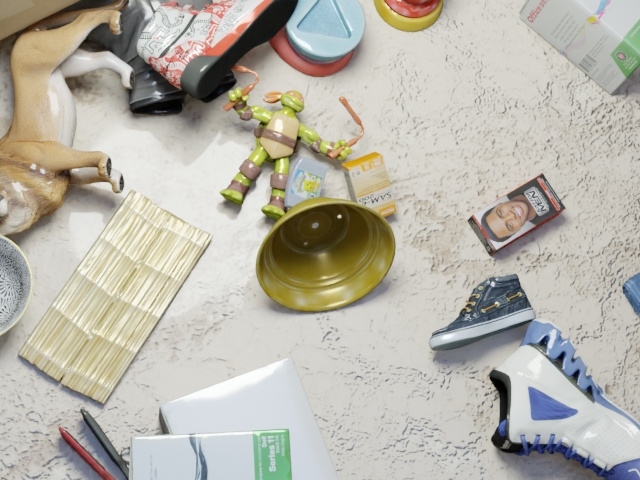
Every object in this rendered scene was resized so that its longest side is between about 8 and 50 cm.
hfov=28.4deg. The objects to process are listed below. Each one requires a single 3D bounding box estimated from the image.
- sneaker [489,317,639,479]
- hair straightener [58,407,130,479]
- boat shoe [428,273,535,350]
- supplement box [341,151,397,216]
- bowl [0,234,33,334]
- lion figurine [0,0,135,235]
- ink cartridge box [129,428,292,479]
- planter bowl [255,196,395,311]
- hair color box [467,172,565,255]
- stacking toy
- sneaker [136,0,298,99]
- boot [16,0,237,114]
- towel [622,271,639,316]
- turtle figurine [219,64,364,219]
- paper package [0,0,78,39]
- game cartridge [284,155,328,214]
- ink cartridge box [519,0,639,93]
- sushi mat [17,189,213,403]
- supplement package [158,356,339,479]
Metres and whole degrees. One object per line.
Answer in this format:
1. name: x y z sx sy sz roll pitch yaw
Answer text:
1. sneaker: 0.365 0.292 1.927 0.182 0.127 0.315 -36 76 -12
2. hair straightener: -0.276 0.330 1.852 0.230 0.047 0.089 45 74 5
3. boat shoe: 0.242 0.113 1.984 0.183 0.065 0.083 -16 75 -18
4. supplement box: 0.078 -0.083 2.001 0.062 0.036 0.098 -22 110 -13
5. bowl: -0.509 0.075 1.872 0.170 0.080 0.170 2 74 -8
6. lion figurine: -0.416 -0.194 1.909 0.240 0.142 0.392 5 79 9
7. ink cartridge box: -0.148 0.303 1.674 0.208 0.153 0.087 -2 75 -8
8. planter bowl: 0.000 0.000 1.937 0.217 0.217 0.090 -7 41 -10
9. hair color box: 0.317 -0.042 2.043 0.141 0.043 0.072 -31 82 -14
10. stacking toy: 0.036 -0.441 2.067 0.309 0.130 0.279 -32 82 -15
11. sneaker: -0.159 -0.342 1.938 0.145 0.090 0.270 34 63 17
12. boot: -0.313 -0.303 1.993 0.338 0.118 0.223 -11 83 -6
13. towel: 0.551 0.071 2.054 0.119 0.029 0.067 -29 81 -14
14. turtle figurine: -0.082 -0.156 1.992 0.269 0.087 0.217 24 82 -17
15. paper package: -0.411 -0.488 1.873 0.324 0.168 0.309 -21 46 23
16. game cartridge: -0.025 -0.086 1.958 0.056 0.017 0.083 18 86 -22
17. ink cartridge box: 0.450 -0.365 2.093 0.212 0.154 0.093 39 73 4
18. sushi mat: -0.311 0.083 1.930 0.151 0.019 0.316 32 73 0
19. supplement package: -0.096 0.332 1.828 0.204 0.145 0.262 -19 79 -13
